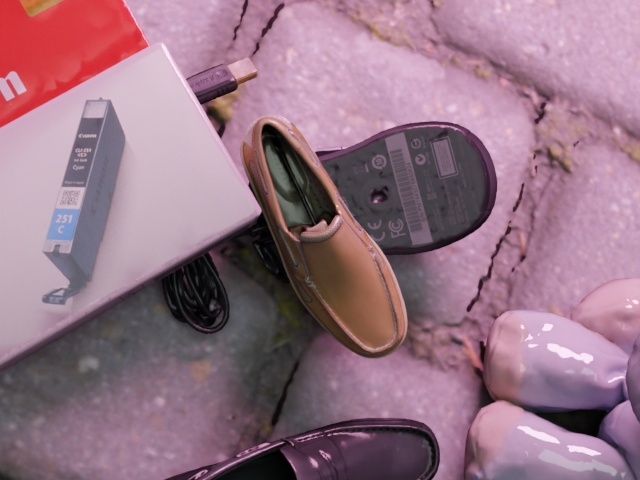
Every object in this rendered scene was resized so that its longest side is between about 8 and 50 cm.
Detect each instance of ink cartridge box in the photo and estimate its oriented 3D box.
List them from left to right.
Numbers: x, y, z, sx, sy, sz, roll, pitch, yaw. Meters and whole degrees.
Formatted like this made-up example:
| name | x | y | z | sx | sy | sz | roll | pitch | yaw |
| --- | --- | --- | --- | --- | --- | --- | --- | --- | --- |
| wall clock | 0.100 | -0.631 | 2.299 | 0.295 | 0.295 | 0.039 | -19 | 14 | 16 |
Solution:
| name | x | y | z | sx | sy | sz | roll | pitch | yaw |
| --- | --- | --- | --- | --- | --- | --- | --- | --- | --- |
| ink cartridge box | -0.231 | -0.054 | 0.819 | 0.296 | 0.066 | 0.261 | -31 | 88 | -7 |

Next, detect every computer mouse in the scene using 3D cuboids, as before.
| name | x | y | z | sx | sy | sz | roll | pitch | yaw |
| --- | --- | --- | --- | --- | --- | --- | --- | --- | --- |
| computer mouse | -0.011 | -0.055 | 0.903 | 0.262 | 0.060 | 0.184 | -20 | 89 | -5 |

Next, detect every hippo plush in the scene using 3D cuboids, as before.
| name | x | y | z | sx | sy | sz | roll | pitch | yaw |
| --- | --- | --- | --- | --- | --- | --- | --- | --- | --- |
| hippo plush | 0.249 | 0.156 | 0.832 | 0.234 | 0.236 | 0.294 | -37 | 90 | -17 |

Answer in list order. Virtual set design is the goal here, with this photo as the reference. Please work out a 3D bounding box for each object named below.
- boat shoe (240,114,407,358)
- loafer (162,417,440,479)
| name | x | y | z | sx | sy | sz | roll | pitch | yaw |
| --- | --- | --- | --- | --- | --- | --- | --- | --- | --- |
| boat shoe | 0.000 | 0.000 | 0.835 | 0.068 | 0.072 | 0.190 | -34 | 91 | -4 |
| loafer | -0.015 | 0.175 | 0.846 | 0.223 | 0.078 | 0.076 | -12 | 83 | -16 |
